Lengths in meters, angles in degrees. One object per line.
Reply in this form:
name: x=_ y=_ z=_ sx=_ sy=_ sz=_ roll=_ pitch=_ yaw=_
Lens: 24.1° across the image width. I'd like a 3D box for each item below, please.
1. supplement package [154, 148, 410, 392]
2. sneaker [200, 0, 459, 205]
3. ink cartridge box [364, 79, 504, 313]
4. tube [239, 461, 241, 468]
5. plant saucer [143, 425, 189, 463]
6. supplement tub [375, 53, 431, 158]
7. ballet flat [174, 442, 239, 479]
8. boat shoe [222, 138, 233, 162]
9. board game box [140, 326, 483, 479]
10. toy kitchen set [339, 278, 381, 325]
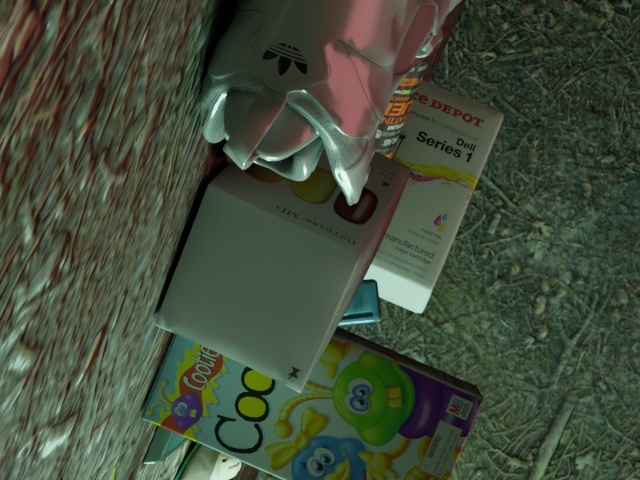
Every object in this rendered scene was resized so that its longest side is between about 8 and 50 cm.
supplement package: x=-0.025 y=0.001 z=1.278 sx=0.244 sy=0.139 sz=0.134 roll=-58 pitch=172 yaw=-67
sneaker: x=0.015 y=-0.149 z=1.069 sx=0.210 sy=0.137 sz=0.366 roll=-67 pitch=171 yaw=10
ink cartridge box: x=0.100 y=-0.074 z=2.008 sx=0.117 sy=0.201 sz=0.278 roll=102 pitch=12 yaw=-70
tube: x=-0.114 y=0.240 z=2.113 sx=0.080 sy=0.052 sz=0.207 roll=-58 pitch=-171 yaw=39
plant saucer: x=-0.149 y=0.194 z=1.585 sx=0.192 sy=0.018 sz=0.067 roll=-1 pitch=114 yaw=-84
supplement tub: x=0.040 y=-0.142 z=1.566 sx=0.106 sy=0.106 sz=0.198 roll=-59 pitch=171 yaw=-62
ballet flat: x=-0.125 y=0.267 z=1.920 sx=0.213 sy=0.068 sz=0.072 roll=-60 pitch=171 yaw=-58
boat shoe: x=-0.038 y=-0.110 z=1.216 sx=0.065 sy=0.075 sz=0.206 roll=69 pitch=19 yaw=-5
board game box: x=-0.005 y=0.150 z=1.395 sx=0.144 sy=0.275 sz=0.142 roll=20 pitch=93 yaw=-86
toy kitchen set: x=0.000 y=0.000 z=1.794 sx=0.166 sy=0.122 sz=0.207 roll=46 pitch=38 yaw=-85
